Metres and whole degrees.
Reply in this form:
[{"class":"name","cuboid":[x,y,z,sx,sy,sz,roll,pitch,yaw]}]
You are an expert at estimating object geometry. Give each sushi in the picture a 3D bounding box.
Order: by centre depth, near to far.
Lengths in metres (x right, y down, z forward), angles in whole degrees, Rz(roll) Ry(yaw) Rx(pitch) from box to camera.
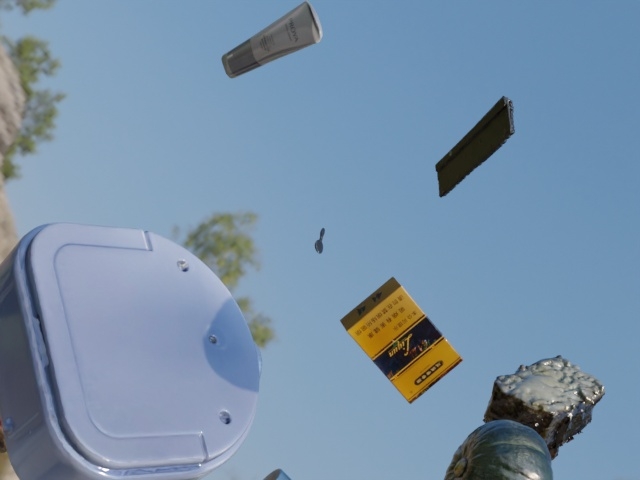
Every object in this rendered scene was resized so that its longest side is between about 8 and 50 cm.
[{"class":"sushi","cuboid":[0.488,0.378,2.607,0.196,0.343,0.181,18,-69,35]}]

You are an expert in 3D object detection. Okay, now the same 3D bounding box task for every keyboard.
[{"class":"keyboard","cuboid":[0.258,-0.151,1.994,0.231,0.023,0.072,133,-41,-53]}]

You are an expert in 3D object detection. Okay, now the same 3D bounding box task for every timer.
[{"class":"timer","cuboid":[-0.250,0.169,1.595,0.395,0.395,0.173,48,-52,0]}]

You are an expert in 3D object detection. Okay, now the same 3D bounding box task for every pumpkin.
[{"class":"pumpkin","cuboid":[0.277,0.383,1.866,0.152,0.211,0.211,35,-20,-8]}]

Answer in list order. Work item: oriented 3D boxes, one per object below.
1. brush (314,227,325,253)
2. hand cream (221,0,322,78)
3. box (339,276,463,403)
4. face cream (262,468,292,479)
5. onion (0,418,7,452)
[{"class":"brush","cuboid":[0.000,0.000,2.508,0.008,0.083,0.024,-34,-64,31]},{"class":"hand cream","cuboid":[-0.091,-0.371,2.255,0.255,0.048,0.079,-20,-88,46]},{"class":"box","cuboid":[0.173,0.212,2.542,0.237,0.152,0.070,50,1,-21]},{"class":"face cream","cuboid":[-0.013,0.522,2.146,0.250,0.077,0.077,48,-22,-8]},{"class":"onion","cuboid":[-0.493,0.240,2.236,0.348,0.385,0.347,27,-32,19]}]
